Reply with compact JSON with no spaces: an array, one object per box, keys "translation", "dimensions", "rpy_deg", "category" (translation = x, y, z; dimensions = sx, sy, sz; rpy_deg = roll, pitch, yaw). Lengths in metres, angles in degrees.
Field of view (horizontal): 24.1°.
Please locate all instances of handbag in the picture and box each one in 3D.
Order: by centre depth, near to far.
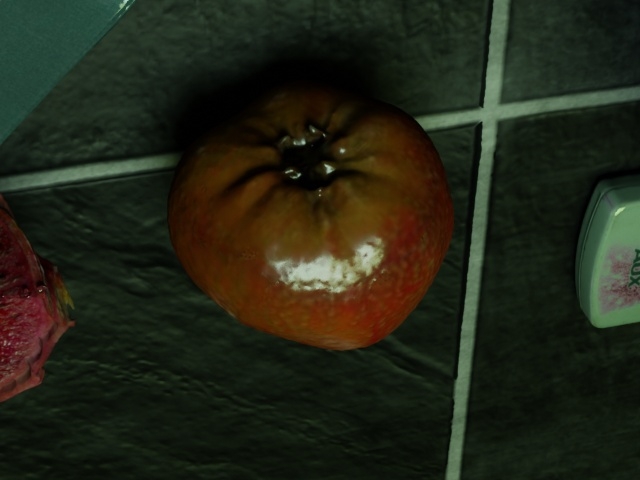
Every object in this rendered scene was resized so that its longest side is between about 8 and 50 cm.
[{"translation":[-0.231,-0.155,0.930],"dimensions":[0.229,0.062,0.179],"rpy_deg":[-42,129,19],"category":"handbag"}]

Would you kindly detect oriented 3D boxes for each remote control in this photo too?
[{"translation":[0.383,-0.011,1.267],"dimensions":[0.344,0.050,0.145],"rpy_deg":[-10,132,-11],"category":"remote control"}]

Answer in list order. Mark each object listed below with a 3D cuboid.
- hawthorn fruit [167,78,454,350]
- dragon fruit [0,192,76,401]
[{"translation":[0.000,0.000,1.064],"dimensions":[0.196,0.196,0.225],"rpy_deg":[-18,148,-3],"category":"hawthorn fruit"},{"translation":[-0.300,0.051,1.057],"dimensions":[0.274,0.126,0.161],"rpy_deg":[-10,143,3],"category":"dragon fruit"}]
